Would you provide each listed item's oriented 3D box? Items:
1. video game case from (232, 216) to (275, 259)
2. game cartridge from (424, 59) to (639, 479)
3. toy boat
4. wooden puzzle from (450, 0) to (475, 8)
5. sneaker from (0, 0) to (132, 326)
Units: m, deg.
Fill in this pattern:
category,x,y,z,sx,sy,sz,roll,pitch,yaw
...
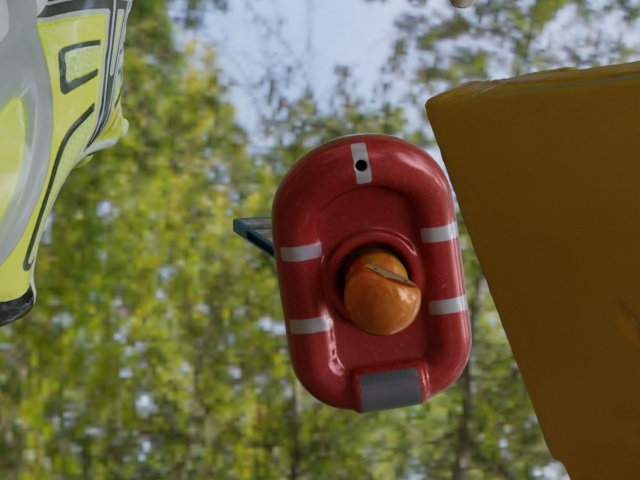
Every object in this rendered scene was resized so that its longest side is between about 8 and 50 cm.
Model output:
category,x,y,z,sx,sy,sz,roll,pitch,yaw
video game case,0.000,0.000,1.533,0.166,0.119,0.015,-148,-123,-66
game cartridge,0.193,0.036,0.940,0.324,0.053,0.285,6,-61,68
toy boat,0.044,0.032,1.311,0.151,0.151,0.231,-115,-164,-78
wooden puzzle,0.154,-0.403,1.288,0.322,0.081,0.347,117,-28,-48
sneaker,-0.157,-0.120,0.833,0.145,0.147,0.384,-3,-135,26
